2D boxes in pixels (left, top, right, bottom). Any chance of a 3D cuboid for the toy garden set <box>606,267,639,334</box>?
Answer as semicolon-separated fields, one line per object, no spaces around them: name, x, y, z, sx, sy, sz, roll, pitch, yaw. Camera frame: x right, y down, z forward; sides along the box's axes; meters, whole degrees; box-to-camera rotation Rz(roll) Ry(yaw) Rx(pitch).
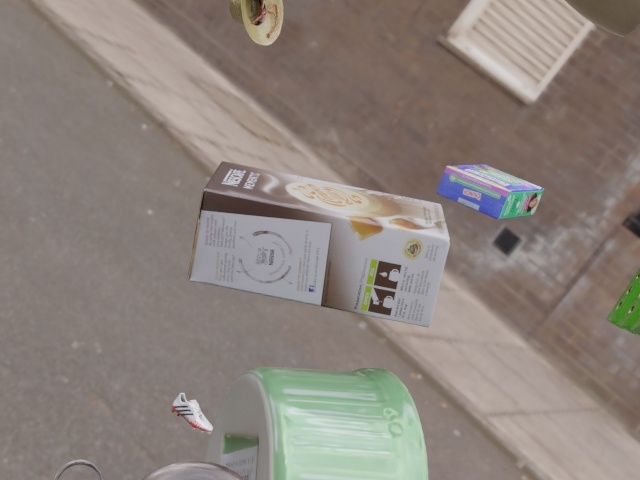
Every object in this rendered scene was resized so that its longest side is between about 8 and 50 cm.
toy garden set;0.489;0.047;1.382;0.049;0.204;0.244;33;3;1

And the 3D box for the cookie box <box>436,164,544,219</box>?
cookie box;0.212;-0.061;1.274;0.092;0.040;0.107;26;19;30

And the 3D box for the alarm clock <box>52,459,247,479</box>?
alarm clock;-0.115;0.222;0.768;0.192;0.129;0.064;28;-21;1

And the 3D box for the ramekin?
ramekin;-0.023;0.272;1.049;0.148;0.303;0.303;11;20;-19

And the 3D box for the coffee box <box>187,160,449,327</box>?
coffee box;0.000;0.000;1.063;0.246;0.098;0.141;11;16;-1

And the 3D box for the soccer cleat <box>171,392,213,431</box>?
soccer cleat;-0.196;0.268;1.591;0.083;0.035;0.029;29;7;31

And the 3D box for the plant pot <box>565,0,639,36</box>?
plant pot;0.459;-0.497;1.671;0.191;0.284;0.284;19;12;-3

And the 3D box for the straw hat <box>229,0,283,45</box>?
straw hat;-0.128;-0.414;1.831;0.061;0.144;0.144;5;-5;28
